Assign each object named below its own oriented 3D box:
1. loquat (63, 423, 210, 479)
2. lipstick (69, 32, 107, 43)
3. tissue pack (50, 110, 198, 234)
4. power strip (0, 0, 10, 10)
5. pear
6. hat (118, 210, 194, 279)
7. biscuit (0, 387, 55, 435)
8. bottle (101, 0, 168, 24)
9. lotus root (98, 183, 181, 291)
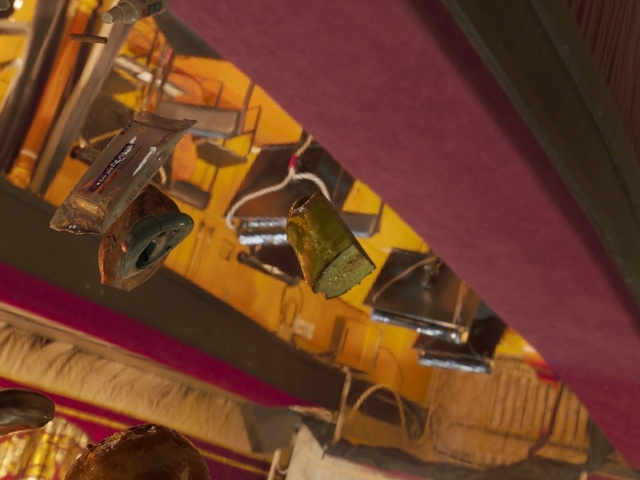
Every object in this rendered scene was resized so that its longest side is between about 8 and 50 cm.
[{"bbox_3d":[-0.329,0.482,1.361,0.276,0.283,0.276,-23,-178,1],"label":"loquat"},{"bbox_3d":[-0.578,-0.503,1.879,0.094,0.019,0.019,8,163,11],"label":"lipstick"},{"bbox_3d":[-0.243,-0.083,0.920,0.123,0.193,0.026,15,152,42],"label":"tissue pack"},{"bbox_3d":[-0.735,-0.598,1.591,0.118,0.046,0.270,-13,141,-22],"label":"power strip"},{"bbox_3d":[0.000,0.000,1.922,0.159,0.292,0.292,-33,151,6],"label":"pear"},{"bbox_3d":[-0.349,-0.003,1.518,0.078,0.191,0.138,43,144,14],"label":"hat"},{"bbox_3d":[-0.564,0.252,1.091,0.291,0.062,0.237,-18,154,25],"label":"biscuit"},{"bbox_3d":[-0.411,-0.512,1.661,0.060,0.217,0.060,9,118,17],"label":"bottle"},{"bbox_3d":[-0.485,0.005,1.993,0.193,0.291,0.193,34,-175,-3],"label":"lotus root"}]
